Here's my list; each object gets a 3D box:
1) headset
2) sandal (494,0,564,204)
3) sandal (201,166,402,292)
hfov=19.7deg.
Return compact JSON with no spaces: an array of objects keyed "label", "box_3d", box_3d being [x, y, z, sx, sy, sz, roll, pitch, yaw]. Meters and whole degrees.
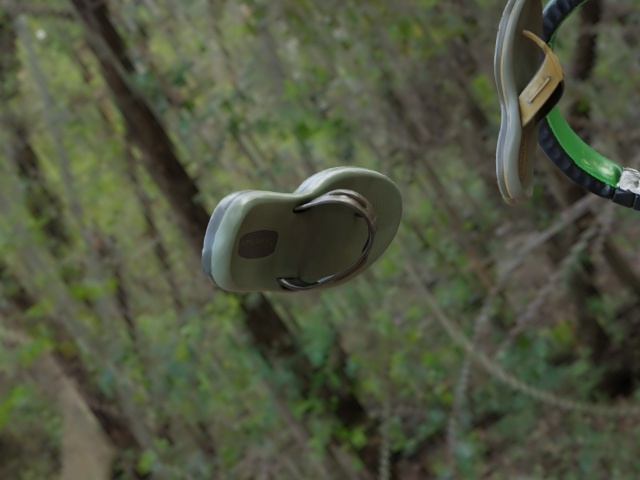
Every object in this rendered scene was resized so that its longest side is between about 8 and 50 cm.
[{"label":"headset","box_3d":[0.385,-0.137,1.681,0.185,0.394,0.243,-55,-22,-57]},{"label":"sandal","box_3d":[0.177,-0.118,1.519,0.049,0.180,0.072,5,9,26]},{"label":"sandal","box_3d":[-0.001,0.002,1.757,0.086,0.120,0.303,10,14,30]}]
